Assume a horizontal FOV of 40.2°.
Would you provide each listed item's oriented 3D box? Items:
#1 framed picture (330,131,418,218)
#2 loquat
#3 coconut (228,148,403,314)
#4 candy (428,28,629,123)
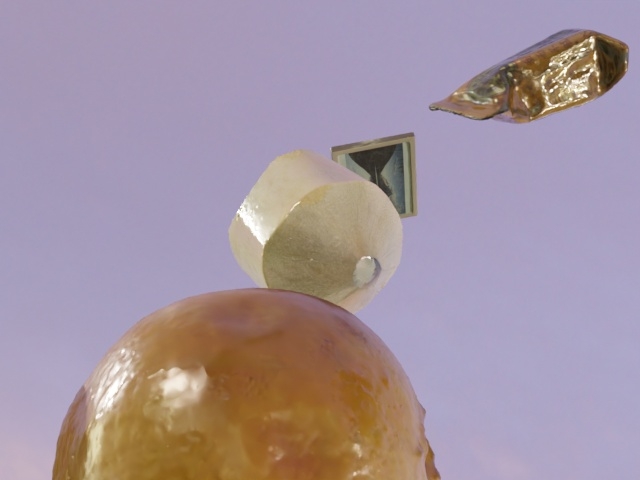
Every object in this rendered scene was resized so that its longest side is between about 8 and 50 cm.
[{"bbox_3d":[0.100,-0.103,1.574,0.150,0.015,0.203,-10,-42,-2],"label":"framed picture"},{"bbox_3d":[-0.058,0.197,0.752,0.328,0.328,0.328,18,-42,17],"label":"loquat"},{"bbox_3d":[0.000,0.000,1.280,0.244,0.239,0.239,40,-22,53],"label":"coconut"},{"bbox_3d":[0.292,-0.218,1.207,0.143,0.271,0.101,30,-41,65],"label":"candy"}]
